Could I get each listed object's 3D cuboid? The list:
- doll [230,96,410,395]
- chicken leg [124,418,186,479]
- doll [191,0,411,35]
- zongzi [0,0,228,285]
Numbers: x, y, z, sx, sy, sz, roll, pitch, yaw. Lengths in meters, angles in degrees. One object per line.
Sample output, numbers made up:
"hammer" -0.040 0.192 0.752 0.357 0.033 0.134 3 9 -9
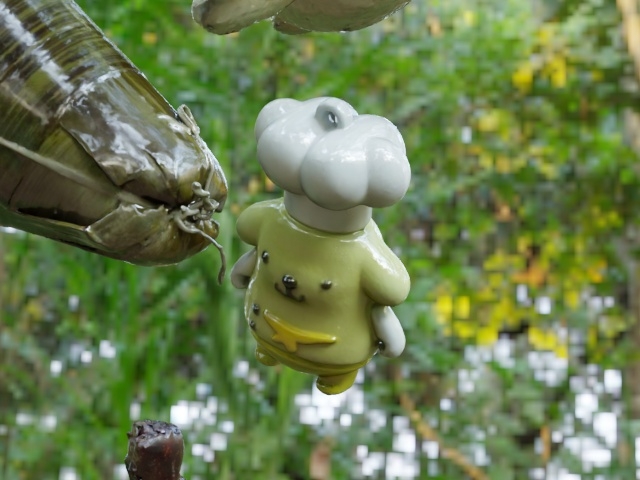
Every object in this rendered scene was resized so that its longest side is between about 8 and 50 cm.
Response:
"doll" 0.000 0.000 0.998 0.106 0.062 0.162 22 -56 24
"chicken leg" -0.055 0.178 0.805 0.053 0.205 0.093 -11 -13 17
"doll" -0.014 -0.232 1.341 0.175 0.149 0.278 -20 -12 20
"zongzi" -0.179 -0.018 1.105 0.241 0.247 0.111 -54 -23 23
